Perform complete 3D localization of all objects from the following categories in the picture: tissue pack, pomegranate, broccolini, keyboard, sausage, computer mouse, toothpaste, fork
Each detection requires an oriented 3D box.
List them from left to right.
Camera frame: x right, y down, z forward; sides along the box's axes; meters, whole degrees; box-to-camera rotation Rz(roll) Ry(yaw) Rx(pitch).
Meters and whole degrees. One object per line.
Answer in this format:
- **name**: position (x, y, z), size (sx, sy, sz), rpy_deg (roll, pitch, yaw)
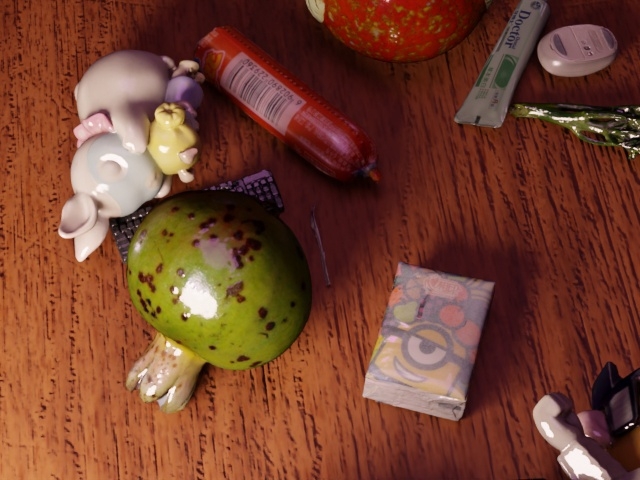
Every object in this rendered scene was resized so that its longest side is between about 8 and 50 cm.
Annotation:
- **keyboard**: position (-0.139, -0.029, 1.663), size (0.195, 0.018, 0.060), rpy_deg (-19, 62, -9)
- **pomegranate**: position (-0.117, 0.062, 1.519), size (0.202, 0.202, 0.248), rpy_deg (35, 94, 22)
- **sausage**: position (-0.031, -0.150, 1.703), size (0.274, 0.074, 0.074), rpy_deg (39, 67, 24)
- **fork**: position (-0.001, 0.000, 1.640), size (0.012, 0.016, 0.115), rpy_deg (-3, 59, -9)
- **tissue pack**: position (0.115, 0.104, 1.542), size (0.109, 0.060, 0.148), rpy_deg (14, 60, 10)
- **toothpaste**: position (0.227, -0.220, 1.756), size (0.064, 0.041, 0.218), rpy_deg (12, 59, 31)
- **computer mouse**: position (0.305, -0.223, 1.754), size (0.096, 0.039, 0.066), rpy_deg (-9, 58, -12)
- **broccolini**: position (0.317, -0.133, 1.703), size (0.201, 0.058, 0.074), rpy_deg (9, 43, 26)

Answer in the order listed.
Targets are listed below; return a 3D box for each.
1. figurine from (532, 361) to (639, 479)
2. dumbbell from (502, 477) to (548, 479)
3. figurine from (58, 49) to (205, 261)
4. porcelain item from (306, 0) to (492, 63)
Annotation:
- **figurine**: position (0.326, 0.229, 1.383), size (0.143, 0.308, 0.308), rpy_deg (-37, 55, 24)
- **dumbbell**: position (0.061, 0.321, 1.322), size (0.322, 0.203, 0.203), rpy_deg (-3, 58, 0)
- **figurine**: position (-0.210, -0.092, 1.639), size (0.155, 0.127, 0.235), rpy_deg (1, 57, 1)
- **porcelain item**: position (0.093, -0.341, 1.726), size (0.253, 0.253, 0.253), rpy_deg (-1, 58, 2)
